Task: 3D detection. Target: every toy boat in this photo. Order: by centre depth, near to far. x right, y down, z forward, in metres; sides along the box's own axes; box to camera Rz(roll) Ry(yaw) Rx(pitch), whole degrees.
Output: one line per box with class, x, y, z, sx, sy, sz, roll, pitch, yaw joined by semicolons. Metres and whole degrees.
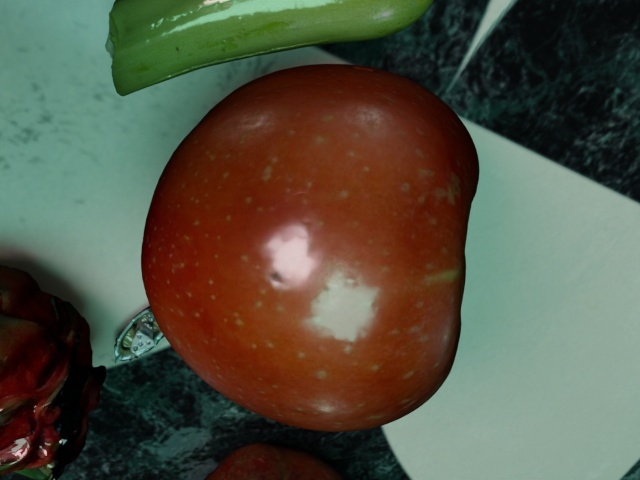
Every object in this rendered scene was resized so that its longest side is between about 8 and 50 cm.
toy boat;-0.165;0.088;0.628;0.083;0.038;0.038;-42;118;14

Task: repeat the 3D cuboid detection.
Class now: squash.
squash;-0.038;-0.166;0.475;0.250;0.083;0.083;-14;121;1

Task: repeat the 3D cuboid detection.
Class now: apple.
apple;0.000;0.000;0.479;0.217;0.260;0.260;10;121;12

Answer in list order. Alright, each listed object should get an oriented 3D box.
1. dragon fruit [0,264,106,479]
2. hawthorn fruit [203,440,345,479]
dragon fruit;-0.274;0.107;0.546;0.189;0.182;0.182;25;114;-42
hawthorn fruit;-0.054;0.337;0.714;0.208;0.208;0.248;-6;145;-6
